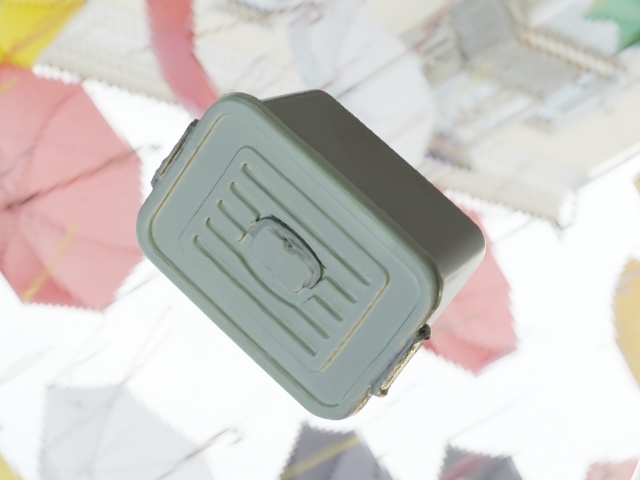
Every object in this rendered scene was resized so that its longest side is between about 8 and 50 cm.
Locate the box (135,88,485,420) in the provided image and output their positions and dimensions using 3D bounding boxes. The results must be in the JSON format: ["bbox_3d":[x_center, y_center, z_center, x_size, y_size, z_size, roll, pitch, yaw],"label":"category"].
[{"bbox_3d":[0.000,0.000,0.752,0.122,0.084,0.069,43,-151,12],"label":"box"}]

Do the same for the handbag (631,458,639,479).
[{"bbox_3d":[0.202,0.211,1.025,0.079,0.256,0.219,6,-131,-4],"label":"handbag"}]
